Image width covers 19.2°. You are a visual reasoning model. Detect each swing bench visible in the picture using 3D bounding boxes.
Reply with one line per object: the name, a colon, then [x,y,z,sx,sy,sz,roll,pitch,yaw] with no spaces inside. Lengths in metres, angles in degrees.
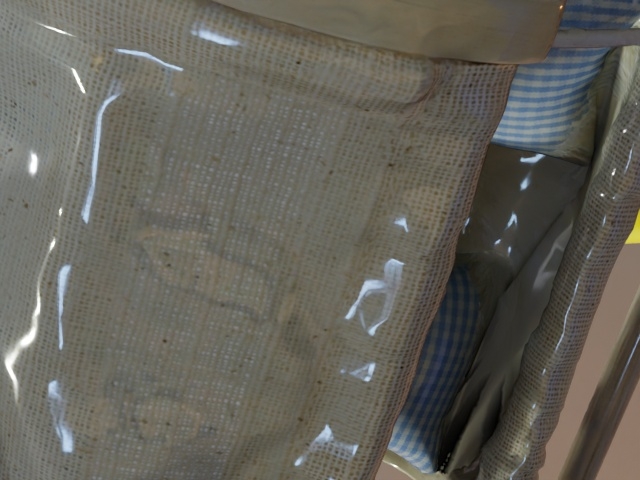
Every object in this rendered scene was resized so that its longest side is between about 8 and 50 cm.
swing bench: [0.000,0.000,0.572,0.165,0.253,0.255,32,-147,25]

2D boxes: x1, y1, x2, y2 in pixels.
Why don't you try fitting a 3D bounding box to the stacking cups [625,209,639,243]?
stacking cups: [0.045,-0.026,1.081,0.316,0.096,0.096,-5,-127,6]
